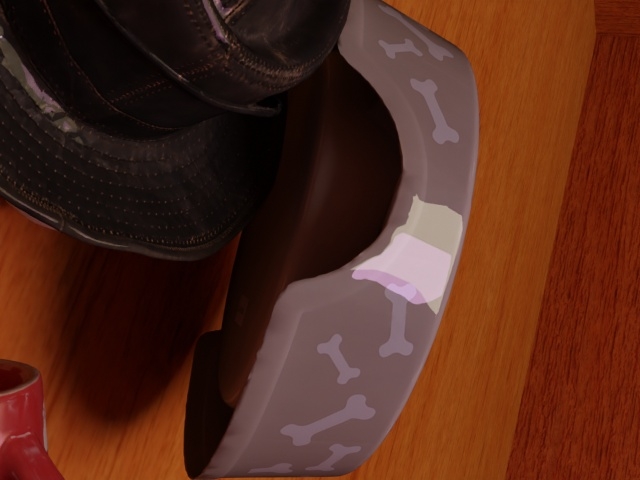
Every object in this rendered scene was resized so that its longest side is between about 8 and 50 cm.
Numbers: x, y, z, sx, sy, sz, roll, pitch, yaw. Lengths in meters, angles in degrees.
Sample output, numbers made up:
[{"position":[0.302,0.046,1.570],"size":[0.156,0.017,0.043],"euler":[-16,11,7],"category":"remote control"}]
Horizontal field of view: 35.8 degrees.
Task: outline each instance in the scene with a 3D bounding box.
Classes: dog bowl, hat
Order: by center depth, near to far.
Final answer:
[{"position":[-0.064,-0.160,0.503],"size":[0.331,0.134,0.331],"euler":[28,55,-49],"category":"hat"},{"position":[0.000,0.000,0.682],"size":[0.349,0.102,0.349],"euler":[-164,-90,-79],"category":"dog bowl"}]

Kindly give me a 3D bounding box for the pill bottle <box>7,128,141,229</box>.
[{"position":[-0.119,-0.077,0.591],"size":[0.160,0.087,0.087],"euler":[-52,143,-52],"category":"pill bottle"}]

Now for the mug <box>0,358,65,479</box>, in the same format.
[{"position":[-0.164,0.150,0.489],"size":[0.113,0.150,0.169],"euler":[-108,-162,-84],"category":"mug"}]
